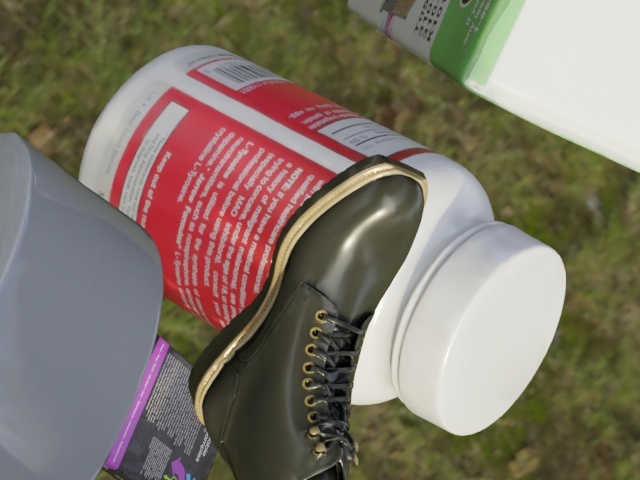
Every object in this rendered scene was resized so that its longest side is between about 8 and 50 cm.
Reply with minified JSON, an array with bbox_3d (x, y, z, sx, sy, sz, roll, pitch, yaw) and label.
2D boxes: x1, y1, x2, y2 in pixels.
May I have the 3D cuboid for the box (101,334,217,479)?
[{"bbox_3d":[-0.136,0.160,1.493,0.162,0.029,0.116,49,58,-52],"label":"box"}]

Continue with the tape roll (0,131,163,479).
[{"bbox_3d":[-0.164,0.063,0.721,0.072,0.219,0.219,38,40,-29],"label":"tape roll"}]

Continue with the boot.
[{"bbox_3d":[0.011,0.065,0.950,0.077,0.198,0.137,18,28,-29],"label":"boot"}]

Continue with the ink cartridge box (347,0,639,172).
[{"bbox_3d":[0.121,-0.154,0.769,0.117,0.201,0.278,23,9,-13],"label":"ink cartridge box"}]

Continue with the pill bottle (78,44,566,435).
[{"bbox_3d":[0.000,0.000,1.527,0.408,0.229,0.229,29,27,32],"label":"pill bottle"}]
